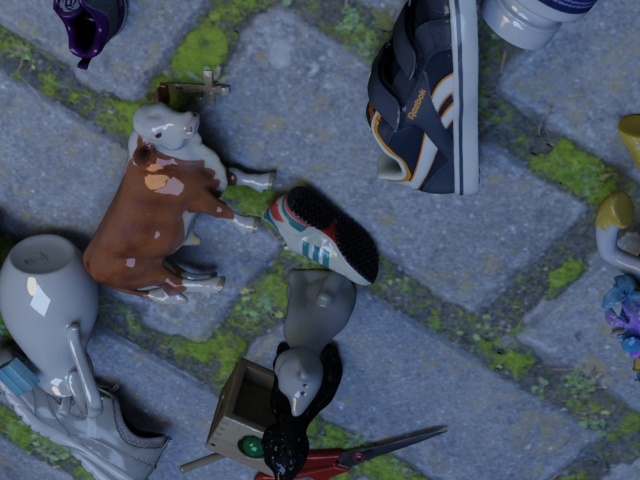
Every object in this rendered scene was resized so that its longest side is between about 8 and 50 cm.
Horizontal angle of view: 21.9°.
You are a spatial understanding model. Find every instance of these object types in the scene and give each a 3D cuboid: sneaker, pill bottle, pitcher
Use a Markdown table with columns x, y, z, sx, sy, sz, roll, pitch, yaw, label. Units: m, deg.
| x | y | z | sx | sy | sz | roll | pitch | yaw | label |
| --- | --- | --- | --- | --- | --- | --- | --- | --- | --- |
| -0.257 | -0.297 | 1.774 | 0.083 | 0.098 | 0.223 | -2 | 129 | 13 | sneaker |
| -0.326 | 0.225 | 2.243 | 0.281 | 0.105 | 0.115 | 42 | 91 | -16 | sneaker |
| 0.244 | -0.287 | 1.670 | 0.112 | 0.112 | 0.186 | 26 | 129 | -10 | pill bottle |
| -0.326 | 0.110 | 2.081 | 0.125 | 0.178 | 0.207 | -24 | 133 | -26 | pitcher |
| 0.111 | -0.176 | 1.781 | 0.128 | 0.126 | 0.321 | 0 | 131 | 4 | sneaker |
| 0.000 | 0.000 | 2.004 | 0.161 | 0.057 | 0.075 | 41 | 142 | -23 | sneaker |

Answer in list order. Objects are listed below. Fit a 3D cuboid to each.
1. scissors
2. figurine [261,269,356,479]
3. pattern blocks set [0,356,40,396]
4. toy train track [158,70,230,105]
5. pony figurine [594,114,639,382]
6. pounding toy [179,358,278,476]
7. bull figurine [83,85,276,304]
| x | y | z | sx | sy | sz | roll | pitch | yaw | label |
| --- | --- | --- | --- | --- | --- | --- | --- | --- | --- |
| 0.041 | 0.305 | 2.265 | 0.297 | 0.021 | 0.109 | -8 | 125 | 16 | scissors |
| -0.021 | 0.168 | 2.036 | 0.092 | 0.209 | 0.214 | 12 | 130 | 2 | figurine |
| -0.509 | 0.086 | 2.118 | 0.285 | 0.026 | 0.325 | -13 | 119 | 46 | pattern blocks set |
| -0.147 | -0.173 | 1.909 | 0.083 | 0.014 | 0.048 | 3 | 129 | 10 | toy train track |
| 0.463 | 0.068 | 1.850 | 0.351 | 0.303 | 0.363 | 23 | 143 | 36 | pony figurine |
| -0.096 | 0.249 | 2.163 | 0.130 | 0.141 | 0.100 | 24 | 130 | -8 | pounding toy |
| -0.172 | -0.043 | 1.964 | 0.188 | 0.101 | 0.310 | 23 | 131 | -12 | bull figurine |
